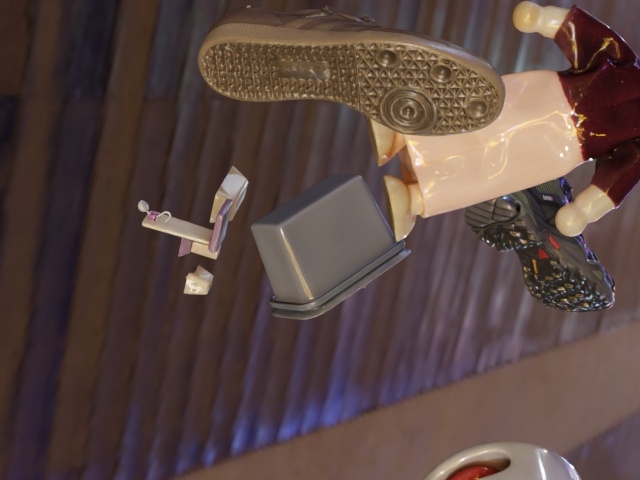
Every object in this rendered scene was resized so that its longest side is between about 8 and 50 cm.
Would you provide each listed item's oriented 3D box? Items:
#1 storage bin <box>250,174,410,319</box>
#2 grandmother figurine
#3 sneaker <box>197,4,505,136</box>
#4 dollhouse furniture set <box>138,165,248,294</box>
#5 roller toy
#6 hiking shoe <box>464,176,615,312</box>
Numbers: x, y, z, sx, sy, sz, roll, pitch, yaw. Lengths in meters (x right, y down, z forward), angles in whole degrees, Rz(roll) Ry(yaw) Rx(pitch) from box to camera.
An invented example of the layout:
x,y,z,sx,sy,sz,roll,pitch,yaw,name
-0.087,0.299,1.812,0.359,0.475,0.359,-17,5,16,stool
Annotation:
x,y,z,sx,sy,sz,roll,pitch,yaw,name
0.000,0.000,1.531,0.135,0.098,0.091,-32,108,-28,storage bin
0.215,-0.111,1.430,0.104,0.342,0.208,-119,-164,-85,grandmother figurine
0.023,-0.116,0.995,0.071,0.188,0.066,-70,168,-49,sneaker
-0.122,-0.021,1.513,0.114,0.081,0.091,-66,172,-59,dollhouse furniture set
0.185,0.311,1.636,0.146,0.209,0.191,-99,-155,-61,roller toy
0.235,-0.015,1.632,0.227,0.086,0.114,43,52,-39,hiking shoe
